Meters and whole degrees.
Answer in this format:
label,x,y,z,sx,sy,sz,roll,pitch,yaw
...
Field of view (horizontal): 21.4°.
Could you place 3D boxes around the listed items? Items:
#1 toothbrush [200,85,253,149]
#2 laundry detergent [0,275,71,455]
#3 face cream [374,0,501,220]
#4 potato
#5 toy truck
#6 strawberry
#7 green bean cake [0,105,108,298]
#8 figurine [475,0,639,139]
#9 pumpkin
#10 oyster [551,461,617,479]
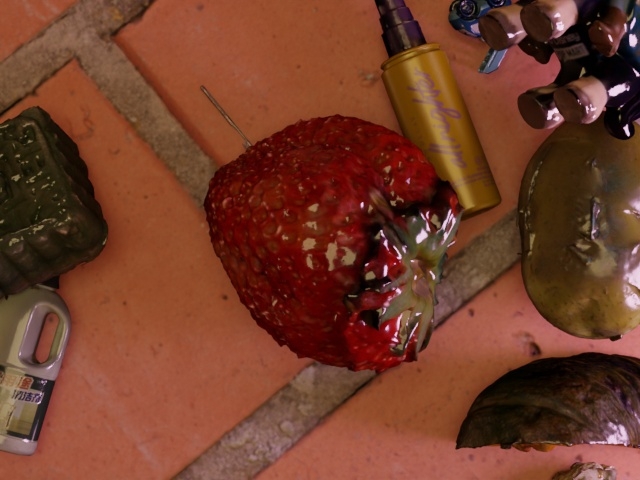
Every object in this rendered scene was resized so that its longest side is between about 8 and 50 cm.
label,x,y,z,sx,sy,sz,roll,pitch,yaw
toothbrush,-0.107,-0.138,1.926,0.008,0.006,0.097,-39,85,3
laundry detergent,-0.334,0.120,1.886,0.099,0.070,0.225,16,85,12
face cream,0.119,-0.155,1.880,0.078,0.078,0.273,-20,85,1
potato,0.294,-0.018,1.828,0.169,0.143,0.248,8,85,-8
toy truck,0.186,-0.234,1.899,0.073,0.056,0.090,-20,97,-5
strawberry,0.000,0.000,1.813,0.288,0.250,0.238,17,121,25
green bean cake,-0.343,-0.041,1.858,0.181,0.094,0.173,-24,61,2
figurine,0.347,-0.261,1.749,0.412,0.241,0.306,-3,76,-26
pumpkin,0.284,0.174,1.804,0.278,0.163,0.111,2,87,2
oyster,0.283,0.278,1.870,0.083,0.038,0.080,-5,112,-25
